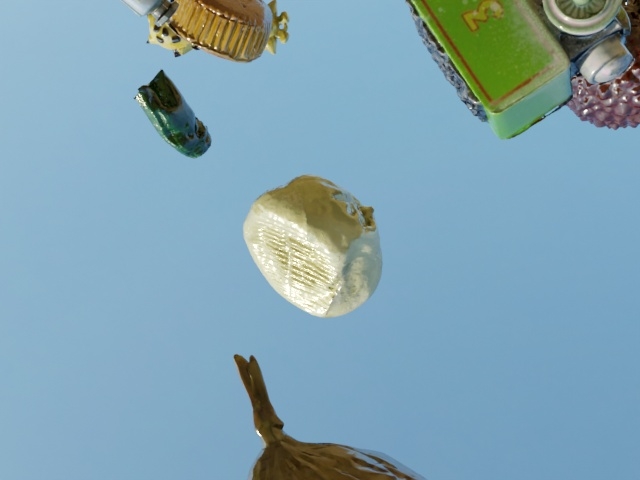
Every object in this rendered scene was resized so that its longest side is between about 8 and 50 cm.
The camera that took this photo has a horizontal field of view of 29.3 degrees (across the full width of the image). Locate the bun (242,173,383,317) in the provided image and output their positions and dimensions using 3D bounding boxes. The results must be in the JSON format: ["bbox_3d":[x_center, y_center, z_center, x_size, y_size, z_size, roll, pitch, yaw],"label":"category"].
[{"bbox_3d":[0.000,0.000,1.858,0.229,0.229,0.145,18,-131,35],"label":"bun"}]

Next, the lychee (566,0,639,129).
[{"bbox_3d":[0.502,-0.314,2.005,0.264,0.300,0.264,2,-121,-3],"label":"lychee"}]

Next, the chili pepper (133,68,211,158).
[{"bbox_3d":[-0.289,-0.245,2.425,0.061,0.224,0.098,12,-116,35],"label":"chili pepper"}]

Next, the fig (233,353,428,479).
[{"bbox_3d":[-0.016,0.298,1.406,0.286,0.286,0.369,-26,-99,-11],"label":"fig"}]

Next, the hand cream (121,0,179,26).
[{"bbox_3d":[-0.307,-0.403,1.684,0.091,0.271,0.058,-56,-160,-22],"label":"hand cream"}]

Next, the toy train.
[{"bbox_3d":[0.252,-0.305,1.604,0.249,0.173,0.307,-33,-105,7],"label":"toy train"}]

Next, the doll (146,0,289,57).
[{"bbox_3d":[-0.201,-0.418,2.391,0.291,0.117,0.086,1,-165,9],"label":"doll"}]

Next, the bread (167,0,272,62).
[{"bbox_3d":[-0.174,-0.401,2.196,0.199,0.104,0.199,22,-157,-10],"label":"bread"}]
